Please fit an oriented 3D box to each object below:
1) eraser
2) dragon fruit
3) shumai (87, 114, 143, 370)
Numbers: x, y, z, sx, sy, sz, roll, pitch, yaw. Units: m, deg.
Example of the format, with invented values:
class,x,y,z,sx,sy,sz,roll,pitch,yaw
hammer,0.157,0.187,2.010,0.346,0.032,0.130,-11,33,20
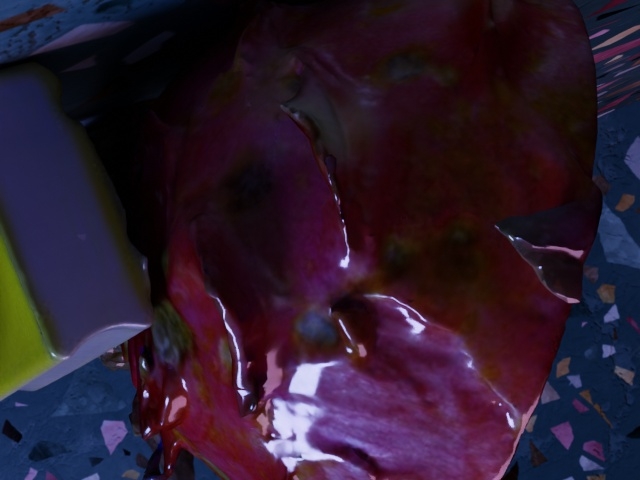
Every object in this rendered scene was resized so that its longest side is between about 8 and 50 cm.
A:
class,x,y,z,sx,sy,sz,roll,pitch,yaw
eraser,-0.183,0.007,0.835,0.069,0.158,0.226,-18,175,-31
dragon fruit,0.000,0.000,0.851,0.249,0.370,0.386,14,167,-11
shumai,-0.191,-0.002,1.027,0.176,0.166,0.206,11,144,2
